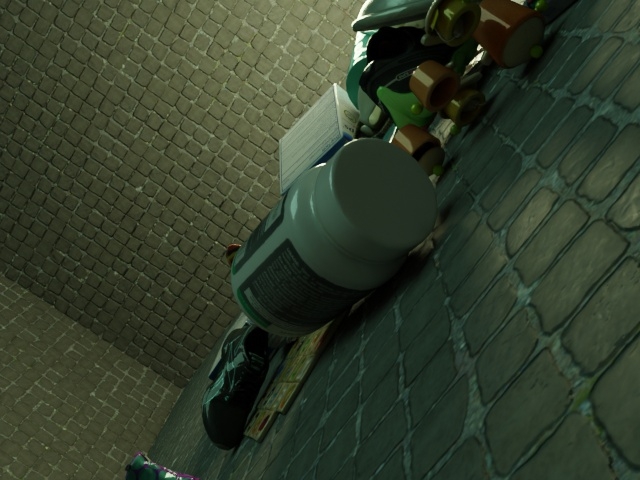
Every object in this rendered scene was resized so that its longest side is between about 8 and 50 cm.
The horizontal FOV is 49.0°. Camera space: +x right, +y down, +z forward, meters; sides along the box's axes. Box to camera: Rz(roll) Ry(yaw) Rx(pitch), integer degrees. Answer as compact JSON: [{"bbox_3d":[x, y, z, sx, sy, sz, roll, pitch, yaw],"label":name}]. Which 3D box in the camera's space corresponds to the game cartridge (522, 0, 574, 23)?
[{"bbox_3d":[0.436,-0.477,1.070,0.230,0.068,0.355,-53,4,-15],"label":"game cartridge"}]

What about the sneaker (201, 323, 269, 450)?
[{"bbox_3d":[-0.166,0.284,1.415,0.106,0.101,0.267,-33,39,43],"label":"sneaker"}]

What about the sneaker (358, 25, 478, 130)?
[{"bbox_3d":[0.208,-0.398,1.488,0.185,0.202,0.483,-53,4,34],"label":"sneaker"}]

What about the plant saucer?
[{"bbox_3d":[0.253,-0.521,1.443,0.400,0.101,0.400,-12,14,3],"label":"plant saucer"}]

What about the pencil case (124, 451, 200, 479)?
[{"bbox_3d":[-0.339,0.507,1.492,0.064,0.151,0.070,-133,68,-88],"label":"pencil case"}]

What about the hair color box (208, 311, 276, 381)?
[{"bbox_3d":[-0.183,0.260,1.838,0.174,0.105,0.347,-55,6,8],"label":"hair color box"}]

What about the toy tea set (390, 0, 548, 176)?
[{"bbox_3d":[0.238,-0.238,1.123,0.200,0.124,0.336,-20,-37,-32],"label":"toy tea set"}]

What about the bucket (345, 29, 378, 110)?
[{"bbox_3d":[0.209,-0.485,2.010,0.281,0.281,0.183,-49,17,50],"label":"bucket"}]

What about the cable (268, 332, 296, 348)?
[{"bbox_3d":[-0.057,0.125,1.571,0.257,0.089,0.257,-58,3,-30],"label":"cable"}]

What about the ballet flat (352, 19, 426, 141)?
[{"bbox_3d":[0.196,-0.443,1.774,0.182,0.164,0.483,1,-65,-43],"label":"ballet flat"}]

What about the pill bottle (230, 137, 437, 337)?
[{"bbox_3d":[0.011,0.006,1.093,0.361,0.204,0.204,-42,14,54],"label":"pill bottle"}]

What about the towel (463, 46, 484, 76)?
[{"bbox_3d":[0.329,-0.381,1.566,0.144,0.029,0.197,-56,5,-8],"label":"towel"}]

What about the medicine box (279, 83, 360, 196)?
[{"bbox_3d":[0.017,-0.261,2.045,0.263,0.149,0.289,-41,33,28],"label":"medicine box"}]

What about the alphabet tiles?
[{"bbox_3d":[-0.037,0.218,1.311,0.343,0.011,0.285,-58,6,-17],"label":"alphabet tiles"}]

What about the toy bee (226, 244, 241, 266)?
[{"bbox_3d":[-0.126,0.081,2.061,0.195,0.298,0.162,25,-121,-77],"label":"toy bee"}]

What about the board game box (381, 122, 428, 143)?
[{"bbox_3d":[0.120,-0.118,1.566,0.254,0.079,0.336,-52,7,32],"label":"board game box"}]
